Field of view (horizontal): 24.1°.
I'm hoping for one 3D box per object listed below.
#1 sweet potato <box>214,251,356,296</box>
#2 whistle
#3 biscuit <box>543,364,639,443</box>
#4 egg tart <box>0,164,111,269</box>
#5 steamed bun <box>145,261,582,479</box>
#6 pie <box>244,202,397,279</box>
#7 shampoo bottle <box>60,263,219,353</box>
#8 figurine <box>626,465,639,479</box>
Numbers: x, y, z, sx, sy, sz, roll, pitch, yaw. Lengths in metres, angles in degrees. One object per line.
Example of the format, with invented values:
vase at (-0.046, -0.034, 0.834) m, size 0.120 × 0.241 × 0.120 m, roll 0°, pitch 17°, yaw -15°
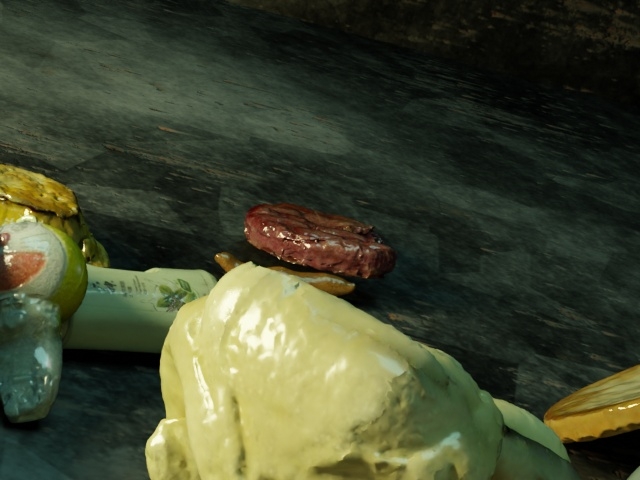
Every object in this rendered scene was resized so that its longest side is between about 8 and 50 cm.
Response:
sweet potato at (-0.045, 0.049, 1.861) m, size 0.179 × 0.044 × 0.044 m, roll 10°, pitch 21°, yaw -3°
whistle at (-0.285, 0.066, 1.441) m, size 0.123 × 0.123 × 0.223 m, roll 9°, pitch 54°, yaw -22°
biscuit at (0.350, 0.180, 1.680) m, size 0.205 × 0.040 × 0.309 m, roll -20°, pitch -2°, yaw -1°
egg tart at (-0.345, -0.019, 1.701) m, size 0.241 × 0.106 × 0.241 m, roll 18°, pitch 16°, yaw -5°
steamed bun at (0.028, 0.192, 1.258) m, size 0.325 × 0.230 × 0.372 m, roll 8°, pitch -24°, yaw 45°
pie at (0.000, 0.000, 1.959) m, size 0.204 × 0.054 × 0.218 m, roll 15°, pitch 10°, yaw 2°
shampoo bottle at (-0.223, 0.070, 1.588) m, size 0.234 × 0.087 × 0.118 m, roll 6°, pitch 27°, yaw -29°
figurine at (0.435, 0.348, 1.385) m, size 0.382 × 0.224 × 0.205 m, roll 51°, pitch 8°, yaw 16°
